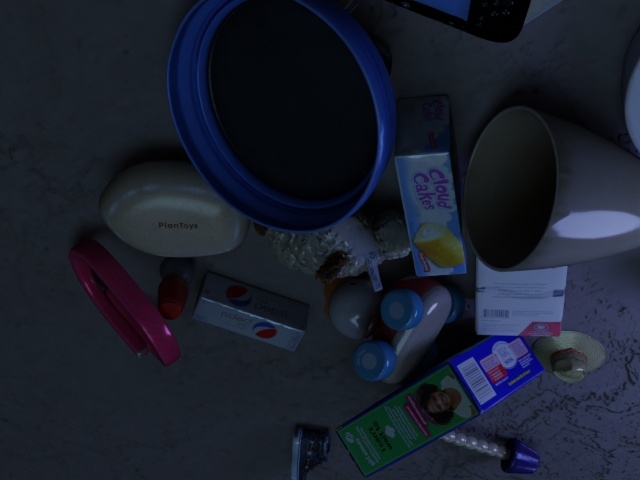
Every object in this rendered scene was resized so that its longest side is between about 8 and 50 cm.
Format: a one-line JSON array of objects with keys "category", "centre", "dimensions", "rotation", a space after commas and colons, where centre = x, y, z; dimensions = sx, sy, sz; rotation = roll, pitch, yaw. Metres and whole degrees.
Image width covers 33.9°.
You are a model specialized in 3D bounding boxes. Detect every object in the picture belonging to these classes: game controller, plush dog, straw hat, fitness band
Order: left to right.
[{"category": "fitness band", "centre": [-0.372, 0.122, 1.981], "dimensions": [0.291, 0.054, 0.209], "rotation": [47, 159, 13]}, {"category": "plush dog", "centre": [0.000, 0.000, 1.834], "dimensions": [0.262, 0.210, 0.225], "rotation": [40, 153, -24]}, {"category": "game controller", "centre": [0.120, -0.353, 1.368], "dimensions": [0.319, 0.067, 0.166], "rotation": [24, 155, 9]}, {"category": "straw hat", "centre": [0.486, 0.243, 2.054], "dimensions": [0.144, 0.061, 0.144], "rotation": [4, 135, 5]}]

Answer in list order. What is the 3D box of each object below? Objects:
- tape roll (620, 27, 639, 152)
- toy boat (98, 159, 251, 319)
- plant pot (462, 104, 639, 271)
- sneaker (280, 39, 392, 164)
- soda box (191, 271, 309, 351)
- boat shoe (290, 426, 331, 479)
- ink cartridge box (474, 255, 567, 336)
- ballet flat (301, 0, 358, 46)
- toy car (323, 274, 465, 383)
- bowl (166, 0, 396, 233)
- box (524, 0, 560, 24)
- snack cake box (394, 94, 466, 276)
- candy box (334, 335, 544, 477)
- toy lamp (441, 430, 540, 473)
[{"category": "tape roll", "centre": [0.649, -0.233, 1.567], "dimensions": [0.392, 0.072, 0.392], "rotation": [4, 134, 4]}, {"category": "toy boat", "centre": [-0.261, -0.015, 1.888], "dimensions": [0.267, 0.148, 0.318], "rotation": [6, 127, -4]}, {"category": "plant pot", "centre": [0.409, -0.069, 1.665], "dimensions": [0.274, 0.256, 0.256], "rotation": [5, 138, -24]}, {"category": "sneaker", "centre": [0.020, -0.206, 1.670], "dimensions": [0.101, 0.106, 0.267], "rotation": [32, 128, -18]}, {"category": "soda box", "centre": [-0.135, 0.138, 2.043], "dimensions": [0.216, 0.074, 0.069], "rotation": [20, 133, -10]}, {"category": "boat shoe", "centre": [-0.021, 0.494, 2.370], "dimensions": [0.083, 0.065, 0.183], "rotation": [6, 133, 5]}, {"category": "ink cartridge box", "centre": [0.356, 0.068, 1.886], "dimensions": [0.158, 0.092, 0.218], "rotation": [1, 135, 8]}, {"category": "ballet flat", "centre": [-0.036, -0.313, 1.607], "dimensions": [0.079, 0.077, 0.221], "rotation": [44, 128, -4]}, {"category": "toy car", "centre": [0.102, 0.123, 1.942], "dimensions": [0.238, 0.219, 0.210], "rotation": [35, 107, 26]}, {"category": "bowl", "centre": [-0.060, -0.202, 1.590], "dimensions": [0.391, 0.077, 0.391], "rotation": [17, 124, 28]}, {"category": "box", "centre": [0.212, -0.446, 1.384], "dimensions": [0.121, 0.148, 0.311], "rotation": [-31, 123, 32]}, {"category": "snack cake box", "centre": [0.184, -0.087, 1.725], "dimensions": [0.089, 0.152, 0.264], "rotation": [-4, 133, 13]}, {"category": "candy box", "centre": [0.229, 0.307, 2.015], "dimensions": [0.317, 0.268, 0.122], "rotation": [-40, 76, 36]}, {"category": "toy lamp", "centre": [0.336, 0.440, 2.254], "dimensions": [0.274, 0.080, 0.080], "rotation": [17, 134, -7]}]
